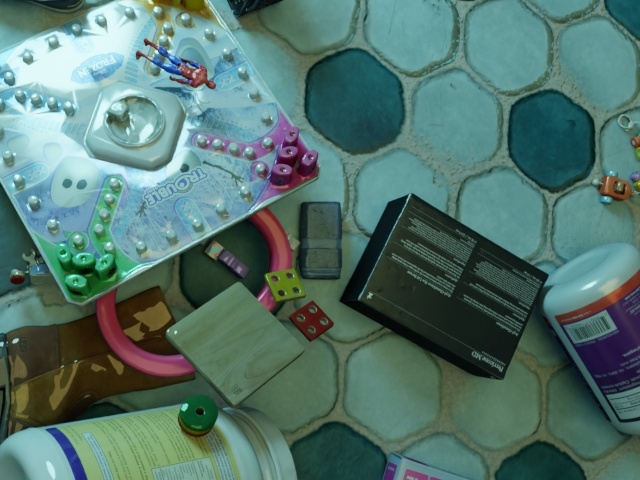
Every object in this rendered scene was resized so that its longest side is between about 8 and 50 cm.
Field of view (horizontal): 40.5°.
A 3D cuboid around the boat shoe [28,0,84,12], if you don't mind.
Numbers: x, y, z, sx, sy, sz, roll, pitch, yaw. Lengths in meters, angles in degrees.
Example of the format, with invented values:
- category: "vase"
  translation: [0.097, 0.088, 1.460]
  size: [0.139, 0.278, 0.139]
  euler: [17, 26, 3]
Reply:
- category: "boat shoe"
  translation: [-0.435, -0.372, 1.211]
  size: [0.206, 0.065, 0.075]
  euler: [9, 83, -15]

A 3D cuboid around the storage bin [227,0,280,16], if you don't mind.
- category: "storage bin"
  translation: [-0.114, -0.439, 1.278]
  size: [0.084, 0.122, 0.180]
  euler: [-26, 93, -16]

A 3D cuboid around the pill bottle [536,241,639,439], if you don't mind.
- category: "pill bottle"
  translation: [0.492, 0.175, 1.368]
  size: [0.181, 0.181, 0.323]
  euler: [-34, 95, -16]

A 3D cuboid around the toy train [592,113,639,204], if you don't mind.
- category: "toy train"
  translation: [0.540, -0.132, 1.477]
  size: [0.125, 0.046, 0.166]
  euler: [20, 81, -14]

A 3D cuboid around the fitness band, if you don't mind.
- category: "fitness band"
  translation: [-0.175, 0.057, 1.204]
  size: [0.291, 0.054, 0.209]
  euler: [-42, 96, -16]

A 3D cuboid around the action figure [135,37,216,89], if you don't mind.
- category: "action figure"
  translation: [-0.194, -0.236, 1.184]
  size: [0.115, 0.030, 0.038]
  euler: [28, 73, 4]

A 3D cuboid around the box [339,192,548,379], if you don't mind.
- category: "box"
  translation: [0.190, 0.074, 1.333]
  size: [0.261, 0.103, 0.184]
  euler: [30, 75, -12]

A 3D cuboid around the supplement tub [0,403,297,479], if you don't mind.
- category: "supplement tub"
  translation: [-0.218, 0.334, 1.086]
  size: [0.331, 0.241, 0.241]
  euler: [-2, 86, -38]

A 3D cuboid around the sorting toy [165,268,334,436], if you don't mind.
- category: "sorting toy"
  translation: [-0.108, 0.137, 1.139]
  size: [0.132, 0.046, 0.274]
  euler: [44, 52, 14]

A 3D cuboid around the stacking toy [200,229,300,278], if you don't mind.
- category: "stacking toy"
  translation: [-0.160, 0.011, 1.265]
  size: [0.221, 0.052, 0.167]
  euler: [37, 77, -9]

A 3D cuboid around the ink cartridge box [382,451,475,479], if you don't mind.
- category: "ink cartridge box"
  translation: [0.150, 0.501, 1.310]
  size: [0.186, 0.065, 0.311]
  euler: [21, 82, -13]

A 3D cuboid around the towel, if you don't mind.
- category: "towel"
  translation: [0.000, 0.000, 1.323]
  size: [0.067, 0.029, 0.119]
  euler: [2, 86, -16]

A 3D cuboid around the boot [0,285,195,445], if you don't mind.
- category: "boot"
  translation: [-0.313, 0.224, 1.205]
  size: [0.280, 0.096, 0.264]
  euler: [-15, 83, -24]

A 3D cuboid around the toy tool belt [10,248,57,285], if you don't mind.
- category: "toy tool belt"
  translation: [-0.389, 0.034, 1.206]
  size: [0.083, 0.052, 0.051]
  euler: [-3, 55, -19]

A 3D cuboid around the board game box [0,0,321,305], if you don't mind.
- category: "board game box"
  translation: [-0.256, -0.166, 1.193]
  size: [0.390, 0.050, 0.390]
  euler: [-29, 76, -17]
